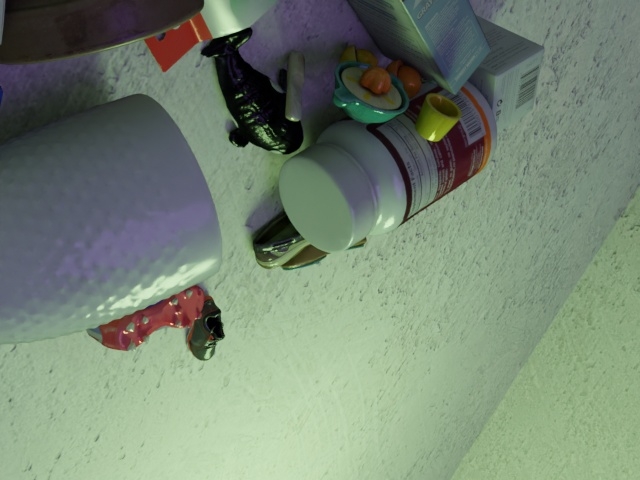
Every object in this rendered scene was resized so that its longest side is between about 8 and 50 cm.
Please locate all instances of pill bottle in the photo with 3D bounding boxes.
[{"bbox_3d":[0.127,-0.146,1.603,0.392,0.224,0.224,-32,141,-33],"label":"pill bottle"}]

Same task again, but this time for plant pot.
[{"bbox_3d":[-0.282,-0.342,0.957,0.263,0.263,0.229,-30,123,-30],"label":"plant pot"}]

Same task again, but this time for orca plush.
[{"bbox_3d":[-0.078,-0.223,1.408,0.151,0.102,0.287,-39,144,-20],"label":"orca plush"}]

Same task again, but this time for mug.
[{"bbox_3d":[-0.351,0.008,1.176,0.328,0.276,0.374,-25,165,-25],"label":"mug"}]

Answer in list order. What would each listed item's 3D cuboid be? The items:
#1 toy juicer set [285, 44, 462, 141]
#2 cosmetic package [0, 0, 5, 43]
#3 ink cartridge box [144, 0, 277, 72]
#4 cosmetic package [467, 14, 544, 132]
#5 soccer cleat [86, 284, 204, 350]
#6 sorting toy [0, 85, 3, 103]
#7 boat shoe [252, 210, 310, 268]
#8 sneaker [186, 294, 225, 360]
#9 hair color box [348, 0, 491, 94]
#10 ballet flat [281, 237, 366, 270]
[{"bbox_3d":[0.068,-0.272,1.440,0.329,0.209,0.089,3,136,-31],"label":"toy juicer set"},{"bbox_3d":[-0.496,-0.275,0.779,0.366,0.197,0.155,-13,130,-43],"label":"cosmetic package"},{"bbox_3d":[-0.161,-0.355,1.224,0.224,0.056,0.181,-47,151,-12],"label":"ink cartridge box"},{"bbox_3d":[0.316,-0.328,1.714,0.151,0.184,0.151,-33,141,-29],"label":"cosmetic package"},{"bbox_3d":[-0.295,0.125,1.499,0.248,0.095,0.083,-28,126,-58],"label":"soccer cleat"},{"bbox_3d":[-0.530,-0.155,0.936,0.348,0.047,0.196,-15,149,-23],"label":"sorting toy"},{"bbox_3d":[-0.036,-0.035,1.651,0.224,0.080,0.073,-39,149,-13],"label":"boat shoe"},{"bbox_3d":[-0.214,0.180,1.645,0.061,0.065,0.157,-28,139,-33],"label":"sneaker"},{"bbox_3d":[0.133,-0.410,1.419,0.113,0.185,0.374,-52,146,-1],"label":"hair color box"},{"bbox_3d":[0.000,0.000,1.752,0.232,0.080,0.073,-18,105,-44],"label":"ballet flat"}]
